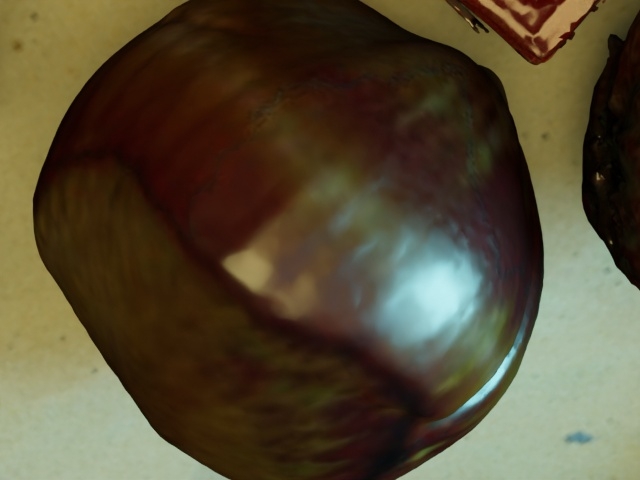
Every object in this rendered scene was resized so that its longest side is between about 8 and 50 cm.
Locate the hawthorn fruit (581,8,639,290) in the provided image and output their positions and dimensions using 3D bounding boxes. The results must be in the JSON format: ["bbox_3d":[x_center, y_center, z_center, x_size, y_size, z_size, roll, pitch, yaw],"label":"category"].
[{"bbox_3d":[0.231,-0.036,0.658,0.235,0.181,0.181,-2,108,2],"label":"hawthorn fruit"}]

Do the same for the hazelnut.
[{"bbox_3d":[0.000,0.000,0.673,0.230,0.229,0.229,0,108,0],"label":"hazelnut"}]

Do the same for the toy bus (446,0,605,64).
[{"bbox_3d":[0.023,-0.171,0.662,0.235,0.096,0.073,38,102,-13],"label":"toy bus"}]
